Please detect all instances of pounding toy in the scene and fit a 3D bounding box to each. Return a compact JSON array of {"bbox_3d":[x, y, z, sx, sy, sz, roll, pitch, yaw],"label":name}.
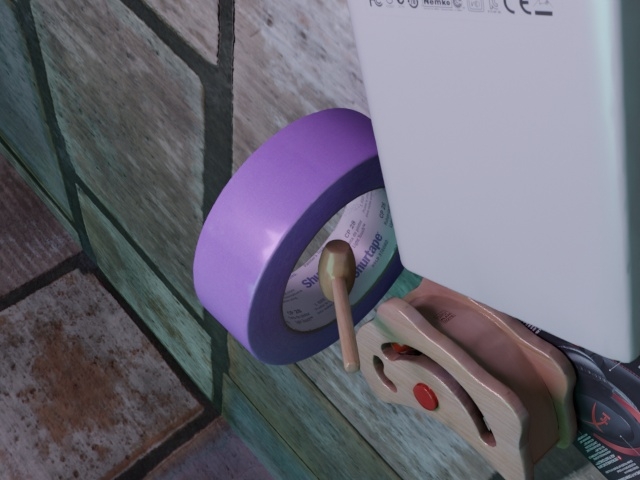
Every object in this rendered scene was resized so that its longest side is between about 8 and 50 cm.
[{"bbox_3d":[0.087,0.128,0.682,0.269,0.155,0.154,40,146,30],"label":"pounding toy"}]

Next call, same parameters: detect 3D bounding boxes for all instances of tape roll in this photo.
[{"bbox_3d":[0.000,0.000,0.788,0.090,0.275,0.275,38,149,28],"label":"tape roll"}]

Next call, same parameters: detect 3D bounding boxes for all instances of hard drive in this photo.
[{"bbox_3d":[0.115,-0.104,0.507,0.233,0.047,0.353,25,138,49],"label":"hard drive"}]

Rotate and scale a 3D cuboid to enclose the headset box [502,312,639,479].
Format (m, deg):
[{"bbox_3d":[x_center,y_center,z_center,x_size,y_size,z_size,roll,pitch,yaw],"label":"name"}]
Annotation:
[{"bbox_3d":[0.283,0.105,0.626,0.293,0.110,0.218,46,152,18],"label":"headset box"}]
